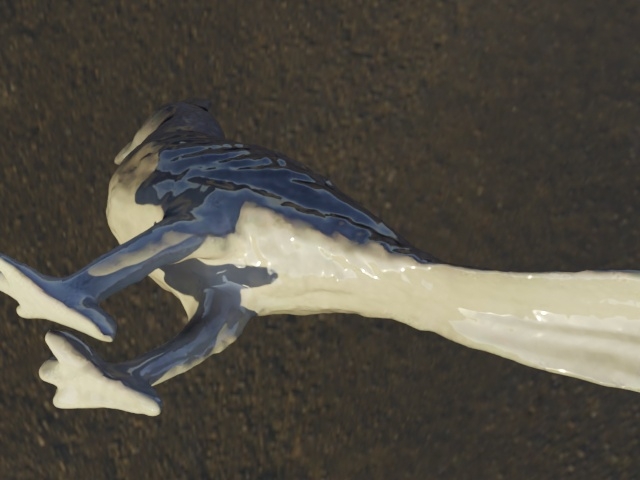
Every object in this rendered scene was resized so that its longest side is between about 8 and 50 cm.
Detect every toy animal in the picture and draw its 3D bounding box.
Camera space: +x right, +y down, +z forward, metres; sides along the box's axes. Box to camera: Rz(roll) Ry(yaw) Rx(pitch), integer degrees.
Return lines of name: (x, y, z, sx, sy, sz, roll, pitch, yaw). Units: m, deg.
toy animal: (-0.038, 0.007, 0.620, 0.206, 0.081, 0.367, -24, 33, -32)
